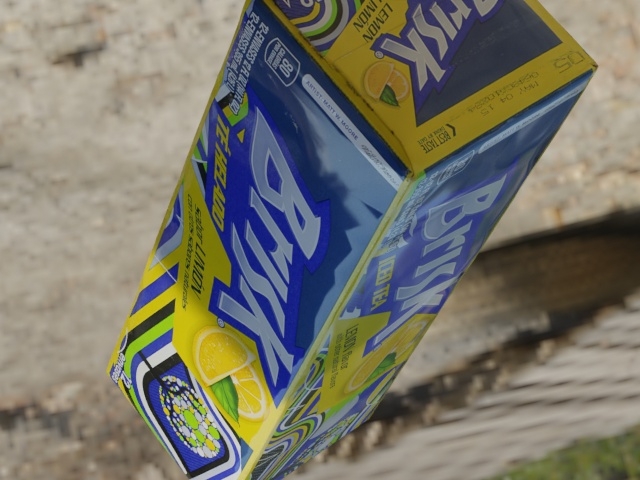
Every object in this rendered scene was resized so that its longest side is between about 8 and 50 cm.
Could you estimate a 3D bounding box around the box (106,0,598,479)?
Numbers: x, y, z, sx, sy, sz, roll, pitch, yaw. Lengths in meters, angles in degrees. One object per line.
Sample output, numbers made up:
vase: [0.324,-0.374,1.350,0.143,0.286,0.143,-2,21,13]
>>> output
box: [0.000,0.000,0.450,0.059,0.054,0.169,-31,162,-31]
